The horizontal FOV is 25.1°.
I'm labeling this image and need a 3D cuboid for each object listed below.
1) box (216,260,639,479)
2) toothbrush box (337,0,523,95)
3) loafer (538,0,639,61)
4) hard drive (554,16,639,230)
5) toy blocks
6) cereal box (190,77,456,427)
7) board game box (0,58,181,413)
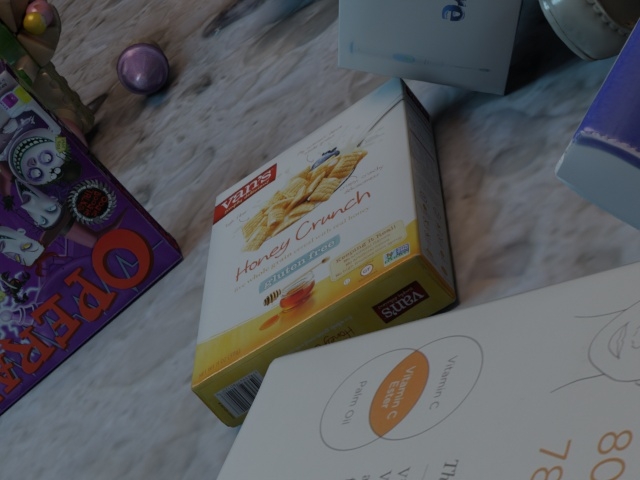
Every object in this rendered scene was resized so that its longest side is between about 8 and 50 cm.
[{"bbox_3d":[0.118,0.133,0.450,0.345,0.168,0.215,-19,34,40],"label":"box"},{"bbox_3d":[0.099,-0.283,0.982,0.126,0.216,0.296,9,61,5],"label":"toothbrush box"},{"bbox_3d":[0.239,-0.241,0.934,0.111,0.112,0.319,-20,32,53],"label":"loafer"},{"bbox_3d":[0.256,-0.096,0.596,0.319,0.210,0.040,-57,-6,-29],"label":"hard drive"},{"bbox_3d":[-0.308,-0.165,1.378,0.309,0.288,0.260,-33,23,10],"label":"toy blocks"},{"bbox_3d":[0.000,0.000,0.959,0.173,0.047,0.240,-32,27,18],"label":"cereal box"},{"bbox_3d":[-0.305,0.048,1.123,0.347,0.208,0.056,-41,28,2],"label":"board game box"}]
